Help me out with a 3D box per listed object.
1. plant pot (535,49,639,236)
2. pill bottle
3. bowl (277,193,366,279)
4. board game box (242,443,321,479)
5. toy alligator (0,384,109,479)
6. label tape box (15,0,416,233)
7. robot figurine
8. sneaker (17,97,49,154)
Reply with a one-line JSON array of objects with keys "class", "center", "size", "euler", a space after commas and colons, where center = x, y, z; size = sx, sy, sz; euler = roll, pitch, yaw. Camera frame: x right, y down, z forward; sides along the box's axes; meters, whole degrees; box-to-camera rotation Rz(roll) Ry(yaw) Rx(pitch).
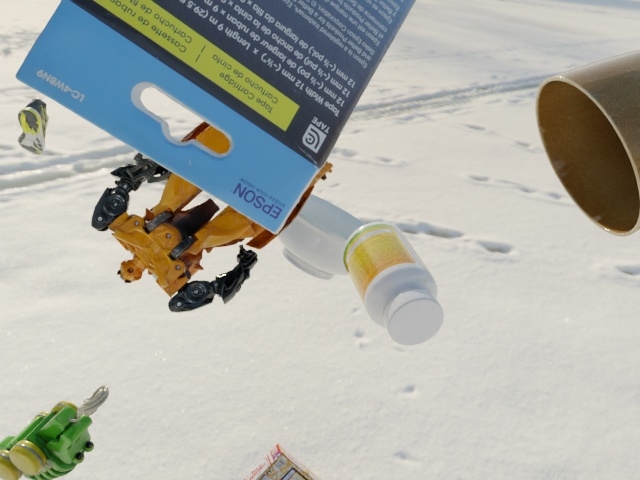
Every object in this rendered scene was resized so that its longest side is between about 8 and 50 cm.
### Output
[{"class": "plant pot", "center": [0.468, -0.164, 0.758], "size": [0.254, 0.237, 0.237], "euler": [-25, 30, 3]}, {"class": "pill bottle", "center": [0.135, 0.079, 1.055], "size": [0.136, 0.136, 0.246], "euler": [-2, 30, -14]}, {"class": "bowl", "center": [0.000, 0.000, 1.344], "size": [0.297, 0.134, 0.298], "euler": [27, 15, -8]}, {"class": "board game box", "center": [-0.083, 0.591, 1.319], "size": [0.147, 0.193, 0.045], "euler": [-44, 20, -5]}, {"class": "toy alligator", "center": [-0.213, 0.168, 0.466], "size": [0.189, 0.051, 0.056], "euler": [-29, 15, 34]}, {"class": "label tape box", "center": [-0.064, -0.219, 0.519], "size": [0.249, 0.348, 0.115], "euler": [31, -3, -23]}, {"class": "robot figurine", "center": [-0.135, -0.047, 0.718], "size": [0.291, 0.211, 0.085], "euler": [-42, 2, -14]}, {"class": "sneaker", "center": [-0.334, -0.133, 0.667], "size": [0.031, 0.083, 0.035], "euler": [25, 54, -14]}]
